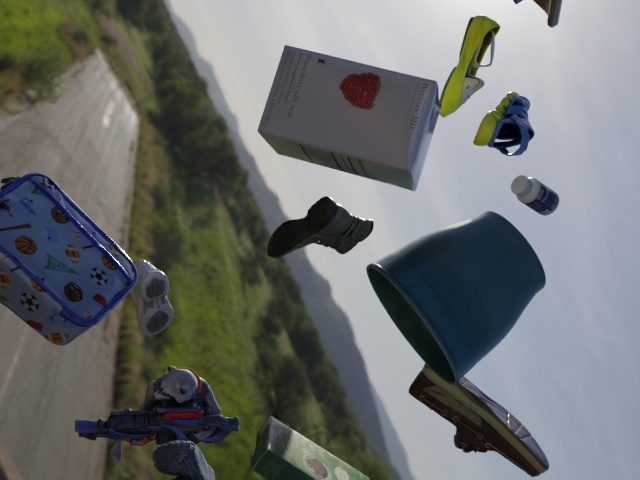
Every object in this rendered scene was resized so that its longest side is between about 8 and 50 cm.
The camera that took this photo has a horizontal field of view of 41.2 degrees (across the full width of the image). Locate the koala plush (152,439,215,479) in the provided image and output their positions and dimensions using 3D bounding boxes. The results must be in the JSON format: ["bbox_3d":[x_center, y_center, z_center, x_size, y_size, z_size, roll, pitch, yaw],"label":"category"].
[{"bbox_3d":[-0.277,0.472,1.401,0.203,0.221,0.196,69,5,-47],"label":"koala plush"}]

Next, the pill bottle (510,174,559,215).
[{"bbox_3d":[0.518,-0.112,2.063,0.120,0.067,0.067,26,20,-33],"label":"pill bottle"}]

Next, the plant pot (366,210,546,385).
[{"bbox_3d":[0.267,0.086,1.588,0.272,0.255,0.271,54,-8,11],"label":"plant pot"}]

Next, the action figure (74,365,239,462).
[{"bbox_3d":[-0.366,0.368,1.842,0.330,0.341,0.178,-53,-143,46],"label":"action figure"}]

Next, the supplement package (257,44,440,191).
[{"bbox_3d":[0.060,-0.227,1.595,0.175,0.293,0.177,43,64,-77],"label":"supplement package"}]

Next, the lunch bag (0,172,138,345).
[{"bbox_3d":[-0.487,0.022,1.531,0.303,0.115,0.243,48,33,-7],"label":"lunch bag"}]

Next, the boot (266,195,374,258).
[{"bbox_3d":[0.000,0.000,2.056,0.161,0.246,0.083,30,42,-35],"label":"boot"}]

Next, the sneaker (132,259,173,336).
[{"bbox_3d":[-0.437,0.141,2.169,0.115,0.090,0.232,48,-39,39],"label":"sneaker"}]

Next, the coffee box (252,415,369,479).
[{"bbox_3d":[-0.010,0.331,1.203,0.184,0.040,0.113,34,11,-10],"label":"coffee box"}]

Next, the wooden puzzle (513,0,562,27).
[{"bbox_3d":[0.242,-0.508,1.242,0.348,0.080,0.322,57,-5,23],"label":"wooden puzzle"}]

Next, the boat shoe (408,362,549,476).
[{"bbox_3d":[0.338,0.407,1.860,0.342,0.123,0.123,39,13,16],"label":"boat shoe"}]

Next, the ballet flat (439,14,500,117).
[{"bbox_3d":[0.321,-0.366,1.812,0.077,0.231,0.077,22,6,25],"label":"ballet flat"}]

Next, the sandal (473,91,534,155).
[{"bbox_3d":[0.528,-0.312,2.345,0.138,0.317,0.126,29,-52,13],"label":"sandal"}]
